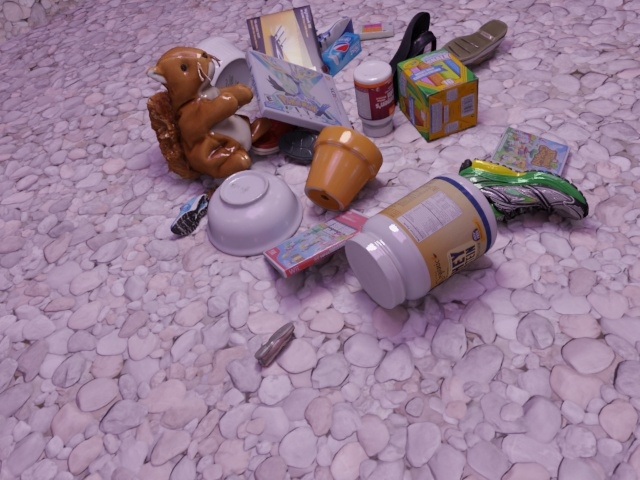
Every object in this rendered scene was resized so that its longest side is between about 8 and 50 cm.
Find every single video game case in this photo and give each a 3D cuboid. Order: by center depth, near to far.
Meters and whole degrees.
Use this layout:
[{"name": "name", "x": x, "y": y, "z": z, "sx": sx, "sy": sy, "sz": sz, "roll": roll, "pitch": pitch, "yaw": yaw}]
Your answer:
[{"name": "video game case", "x": 0.000, "y": 0.000, "z": 1.530, "sx": 0.285, "sy": 0.025, "sz": 0.204, "roll": -27, "pitch": 20, "yaw": -13}, {"name": "video game case", "x": 0.594, "y": -0.234, "z": 1.639, "sx": 0.193, "sy": 0.023, "sz": 0.212, "roll": 23, "pitch": 50, "yaw": 16}, {"name": "video game case", "x": -0.068, "y": -0.476, "z": 1.870, "sx": 0.329, "sy": 0.036, "sz": 0.300, "roll": 8, "pitch": 49, "yaw": -31}]

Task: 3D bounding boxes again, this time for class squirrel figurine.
[{"name": "squirrel figurine", "x": -0.403, "y": -0.391, "z": 1.772, "sx": 0.397, "sy": 0.370, "sz": 0.281, "roll": -14, "pitch": 35, "yaw": 33}]

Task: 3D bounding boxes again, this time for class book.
[{"name": "book", "x": 0.224, "y": -0.853, "z": 2.336, "sx": 0.144, "sy": 0.035, "sz": 0.096, "roll": -3, "pitch": 44, "yaw": 9}]

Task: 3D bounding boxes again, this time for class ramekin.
[{"name": "ramekin", "x": -0.353, "y": -0.578, "z": 2.059, "sx": 0.127, "sy": 0.273, "sz": 0.273, "roll": 33, "pitch": 61, "yaw": 21}]

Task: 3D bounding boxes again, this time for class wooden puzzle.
[{"name": "wooden puzzle", "x": -0.350, "y": -0.147, "z": 1.821, "sx": 0.049, "sy": 0.006, "sz": 0.083, "roll": 15, "pitch": 52, "yaw": 25}]

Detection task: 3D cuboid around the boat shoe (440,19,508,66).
[{"name": "boat shoe", "x": 0.539, "y": -0.670, "z": 2.043, "sx": 0.302, "sy": 0.103, "sz": 0.113, "roll": -30, "pitch": 61, "yaw": -16}]

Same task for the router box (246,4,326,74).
[{"name": "router box", "x": -0.120, "y": -0.679, "z": 2.106, "sx": 0.242, "sy": 0.081, "sz": 0.309, "roll": -13, "pitch": 82, "yaw": 1}]

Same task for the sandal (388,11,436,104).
[{"name": "sandal", "x": 0.332, "y": -0.633, "z": 2.022, "sx": 0.107, "sy": 0.168, "sz": 0.446, "roll": 14, "pitch": 58, "yaw": 21}]

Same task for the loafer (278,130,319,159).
[{"name": "loafer", "x": -0.004, "y": -0.293, "z": 1.845, "sx": 0.267, "sy": 0.084, "sz": 0.096, "roll": 7, "pitch": 82, "yaw": 23}]

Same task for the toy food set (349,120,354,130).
[{"name": "toy food set", "x": 0.062, "y": -0.362, "z": 1.922, "sx": 0.122, "sy": 0.019, "sz": 0.078, "roll": -17, "pitch": 46, "yaw": -14}]

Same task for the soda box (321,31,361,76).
[{"name": "soda box", "x": 0.072, "y": -0.715, "z": 2.212, "sx": 0.067, "sy": 0.071, "sz": 0.210, "roll": 22, "pitch": 55, "yaw": 30}]

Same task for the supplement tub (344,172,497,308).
[{"name": "supplement tub", "x": 0.240, "y": 0.002, "z": 1.393, "sx": 0.316, "sy": 0.228, "sz": 0.228, "roll": -32, "pitch": 49, "yaw": -16}]

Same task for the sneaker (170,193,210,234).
[{"name": "sneaker", "x": -0.400, "y": -0.075, "z": 1.741, "sx": 0.073, "sy": 0.063, "sz": 0.162, "roll": 1, "pitch": 41, "yaw": 38}]

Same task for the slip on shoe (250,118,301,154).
[{"name": "slip on shoe", "x": -0.124, "y": -0.407, "z": 1.949, "sx": 0.123, "sy": 0.101, "sz": 0.331, "roll": 27, "pitch": 59, "yaw": 30}]

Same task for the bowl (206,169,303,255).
[{"name": "bowl", "x": -0.205, "y": -0.108, "z": 1.664, "sx": 0.297, "sy": 0.134, "sz": 0.298, "roll": -6, "pitch": 46, "yaw": 6}]

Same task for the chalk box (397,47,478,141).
[{"name": "chalk box", "x": 0.360, "y": -0.488, "z": 1.863, "sx": 0.179, "sy": 0.180, "sz": 0.289, "roll": -20, "pitch": 45, "yaw": -7}]

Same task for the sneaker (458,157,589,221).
[{"name": "sneaker", "x": 0.523, "y": -0.103, "z": 1.520, "sx": 0.343, "sy": 0.134, "sz": 0.146, "roll": 14, "pitch": 72, "yaw": 23}]

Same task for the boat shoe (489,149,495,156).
[{"name": "boat shoe", "x": 0.547, "y": -0.254, "z": 1.697, "sx": 0.100, "sy": 0.035, "sz": 0.035, "roll": 30, "pitch": 59, "yaw": 33}]

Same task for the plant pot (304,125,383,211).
[{"name": "plant pot", "x": 0.050, "y": -0.193, "z": 1.657, "sx": 0.205, "sy": 0.205, "sz": 0.188, "roll": 18, "pitch": 69, "yaw": 27}]

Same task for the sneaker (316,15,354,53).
[{"name": "sneaker", "x": -0.026, "y": -0.795, "z": 2.272, "sx": 0.182, "sy": 0.127, "sz": 0.315, "roll": 32, "pitch": 63, "yaw": 32}]

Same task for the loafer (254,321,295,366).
[{"name": "loafer", "x": -0.104, "y": 0.249, "z": 1.378, "sx": 0.125, "sy": 0.039, "sz": 0.045, "roll": -42, "pitch": 19, "yaw": -28}]

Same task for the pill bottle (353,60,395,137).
[{"name": "pill bottle", "x": 0.174, "y": -0.447, "z": 1.833, "sx": 0.121, "sy": 0.221, "sz": 0.121, "roll": -7, "pitch": 46, "yaw": 7}]
